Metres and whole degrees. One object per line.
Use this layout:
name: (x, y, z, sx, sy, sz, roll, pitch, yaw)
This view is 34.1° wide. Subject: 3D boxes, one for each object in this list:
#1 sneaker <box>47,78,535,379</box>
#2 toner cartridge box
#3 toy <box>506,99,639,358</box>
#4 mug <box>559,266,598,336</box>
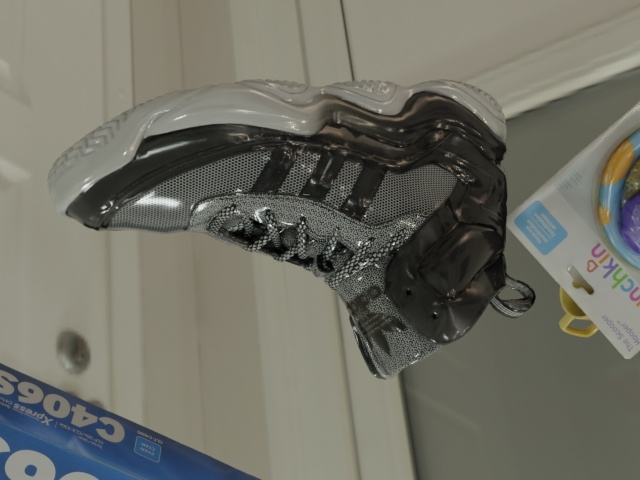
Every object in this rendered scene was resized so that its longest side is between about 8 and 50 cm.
sneaker: (0.000, 0.000, 0.555, 0.269, 0.153, 0.101, -7, 163, -26)
toner cartridge box: (-0.164, 0.245, 0.873, 0.348, 0.075, 0.165, 27, 111, -14)
toy: (0.256, -0.040, 0.676, 0.237, 0.056, 0.137, -42, 100, 4)
mug: (0.262, 0.051, 0.972, 0.064, 0.062, 0.078, 16, 153, -29)
